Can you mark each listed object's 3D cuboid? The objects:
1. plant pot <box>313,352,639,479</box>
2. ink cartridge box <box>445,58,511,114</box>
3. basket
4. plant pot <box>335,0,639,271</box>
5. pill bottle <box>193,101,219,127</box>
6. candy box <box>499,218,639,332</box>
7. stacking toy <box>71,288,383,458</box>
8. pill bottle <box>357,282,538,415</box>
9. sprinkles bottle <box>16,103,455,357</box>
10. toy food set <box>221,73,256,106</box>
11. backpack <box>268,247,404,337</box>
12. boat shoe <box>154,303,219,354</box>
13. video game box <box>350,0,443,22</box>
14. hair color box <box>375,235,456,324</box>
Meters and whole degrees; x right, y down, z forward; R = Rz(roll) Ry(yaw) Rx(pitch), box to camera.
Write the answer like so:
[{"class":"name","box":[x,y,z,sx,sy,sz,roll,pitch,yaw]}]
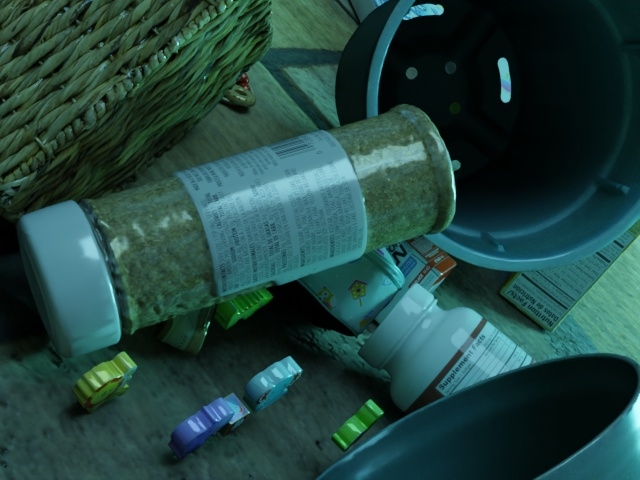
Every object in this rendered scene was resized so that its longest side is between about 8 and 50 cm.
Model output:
[{"class":"plant pot","box":[0.146,0.238,0.912,0.196,0.293,0.293,63,31,-5]},{"class":"ink cartridge box","box":[0.293,-0.170,1.758,0.255,0.097,0.189,20,34,-24]},{"class":"basket","box":[-0.216,-0.177,1.046,0.223,0.299,0.213,46,-8,9]},{"class":"plant pot","box":[0.173,-0.162,1.351,0.341,0.341,0.334,27,2,-16]},{"class":"pill bottle","box":[-0.243,-0.265,1.257,0.334,0.188,0.188,41,31,7]},{"class":"candy box","box":[0.356,-0.054,1.444,0.087,0.316,0.183,38,30,5]},{"class":"stacking toy","box":[-0.067,0.132,0.980,0.167,0.052,0.221,46,47,15]},{"class":"pill bottle","box":[0.146,0.143,1.158,0.216,0.121,0.121,40,31,6]},{"class":"sprinkles bottle","box":[-0.065,-0.013,1.004,0.355,0.121,0.121,-18,54,-18]},{"class":"toy food set","box":[-0.114,-0.192,1.451,0.082,0.020,0.083,27,32,-16]},{"class":"backpack","box":[0.000,0.000,1.167,0.188,0.144,0.166,48,-4,5]},{"class":"boat shoe","box":[-0.107,0.056,1.097,0.045,0.050,0.135,36,40,-7]},{"class":"video game box","box":[0.132,-0.367,1.914,0.187,0.048,0.205,18,35,-32]},{"class":"hair color box","box":[0.048,0.006,1.270,0.167,0.093,0.053,43,26,12]}]
